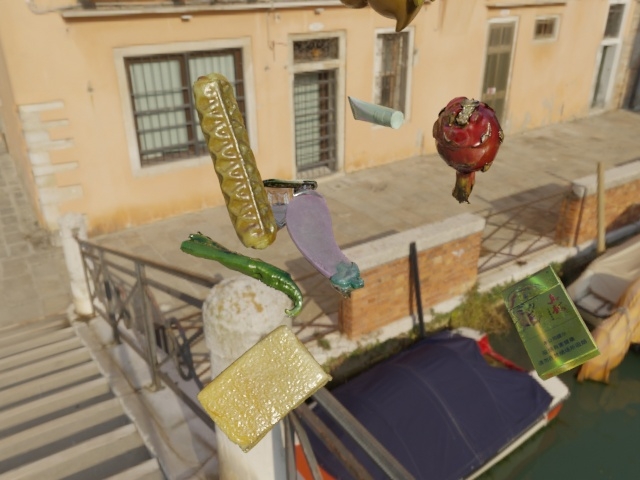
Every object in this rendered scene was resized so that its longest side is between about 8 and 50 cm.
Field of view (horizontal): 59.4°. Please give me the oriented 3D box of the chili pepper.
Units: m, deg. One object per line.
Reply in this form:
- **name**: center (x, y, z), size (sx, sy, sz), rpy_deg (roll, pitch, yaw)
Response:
- **chili pepper**: center (-0.184, 0.066, 1.337), size (0.359, 0.076, 0.085), rpy_deg (26, 33, 26)

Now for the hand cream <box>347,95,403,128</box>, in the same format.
- **hand cream**: center (0.146, -0.351, 1.553), size (0.050, 0.078, 0.205), rpy_deg (-37, 38, -18)

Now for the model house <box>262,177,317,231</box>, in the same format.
- **model house**: center (-0.134, -0.091, 1.834), size (0.207, 0.154, 0.294), rpy_deg (0, -12, -24)

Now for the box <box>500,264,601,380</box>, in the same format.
- **box**: center (0.646, 0.228, 1.605), size (0.173, 0.043, 0.311), rpy_deg (-34, 39, 22)

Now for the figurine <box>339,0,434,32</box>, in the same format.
- **figurine**: center (0.152, -0.606, 1.318), size (0.228, 0.215, 0.215), rpy_deg (43, 38, 8)

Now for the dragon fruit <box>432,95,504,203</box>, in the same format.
- **dragon fruit**: center (0.271, -0.160, 1.050), size (0.125, 0.246, 0.125), rpy_deg (-32, 47, -21)

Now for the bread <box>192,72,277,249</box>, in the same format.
- **bread**: center (-0.172, -0.156, 1.133), size (0.077, 0.367, 0.084), rpy_deg (-12, 8, 37)

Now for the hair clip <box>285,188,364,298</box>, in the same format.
- **hair clip**: center (-0.002, 0.001, 1.439), size (0.095, 0.110, 0.359), rpy_deg (31, 27, -57)

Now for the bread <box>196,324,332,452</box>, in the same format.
- **bread**: center (-0.133, 0.351, 1.347), size (0.274, 0.114, 0.185), rpy_deg (-40, 79, -8)
